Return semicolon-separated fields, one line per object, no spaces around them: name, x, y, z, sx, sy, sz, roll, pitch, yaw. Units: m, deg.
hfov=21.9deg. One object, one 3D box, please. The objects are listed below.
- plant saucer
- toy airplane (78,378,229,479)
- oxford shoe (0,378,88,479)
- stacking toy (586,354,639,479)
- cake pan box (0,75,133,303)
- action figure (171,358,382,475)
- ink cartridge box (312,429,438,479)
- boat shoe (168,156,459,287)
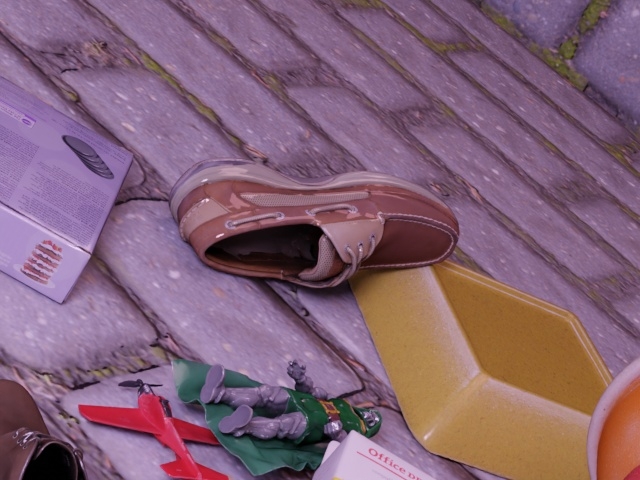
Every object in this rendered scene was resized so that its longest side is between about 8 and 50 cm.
plant saucer;0.213;0.140;1.826;0.333;0.081;0.333;23;25;-28
toy airplane;-0.127;0.164;1.372;0.151;0.028;0.151;30;22;-14
oxford shoe;-0.201;0.166;1.180;0.083;0.096;0.227;17;26;-32
stacking toy;0.370;0.334;1.463;0.350;0.350;0.480;34;39;-3
cake pan box;-0.317;-0.079;1.545;0.267;0.070;0.246;30;21;-12
action figure;-0.018;0.158;1.484;0.232;0.063;0.137;16;33;-53
ink cartridge box;0.044;0.237;1.357;0.115;0.067;0.198;32;36;-7
boat shoe;0.000;0.000;1.745;0.324;0.123;0.116;4;44;-21
